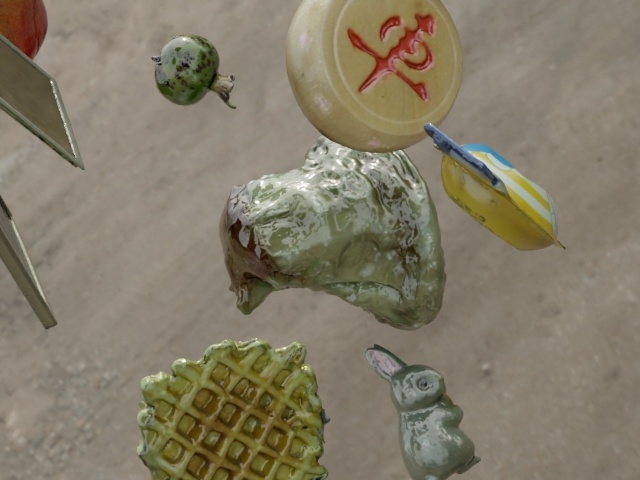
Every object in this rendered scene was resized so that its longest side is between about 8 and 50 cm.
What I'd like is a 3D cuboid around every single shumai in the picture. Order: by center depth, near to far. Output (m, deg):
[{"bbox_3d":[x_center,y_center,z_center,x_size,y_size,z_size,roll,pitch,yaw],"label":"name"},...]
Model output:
[{"bbox_3d":[0.000,0.000,2.035,0.324,0.324,0.397,-13,38,-24],"label":"shumai"}]

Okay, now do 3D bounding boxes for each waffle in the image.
[{"bbox_3d":[-0.131,0.290,1.843,0.297,0.317,0.073,-16,21,-16],"label":"waffle"}]

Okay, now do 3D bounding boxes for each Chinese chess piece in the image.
[{"bbox_3d":[0.075,-0.242,1.635,0.250,0.251,0.097,-54,19,-23],"label":"Chinese chess piece"}]

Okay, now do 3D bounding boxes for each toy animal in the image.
[{"bbox_3d":[0.160,0.270,1.976,0.125,0.251,0.127,-25,-8,-6],"label":"toy animal"}]

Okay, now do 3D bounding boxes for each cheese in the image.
[{"bbox_3d":[0.178,-0.055,1.279,0.177,0.270,0.069,42,95,27],"label":"cheese"}]

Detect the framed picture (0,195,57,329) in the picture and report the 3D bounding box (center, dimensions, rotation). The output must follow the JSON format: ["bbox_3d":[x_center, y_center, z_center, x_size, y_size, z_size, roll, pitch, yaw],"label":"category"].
[{"bbox_3d":[-0.581,-0.067,2.135,0.028,0.326,0.446,-29,33,-8],"label":"framed picture"}]

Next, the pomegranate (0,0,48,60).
[{"bbox_3d":[-0.442,-0.284,1.478,0.210,0.235,0.210,-3,54,4],"label":"pomegranate"}]

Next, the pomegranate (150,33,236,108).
[{"bbox_3d":[-0.201,-0.271,2.003,0.122,0.162,0.122,-59,10,17],"label":"pomegranate"}]

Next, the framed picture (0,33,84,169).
[{"bbox_3d":[-0.296,-0.153,1.190,0.011,0.142,0.183,-40,40,9],"label":"framed picture"}]
